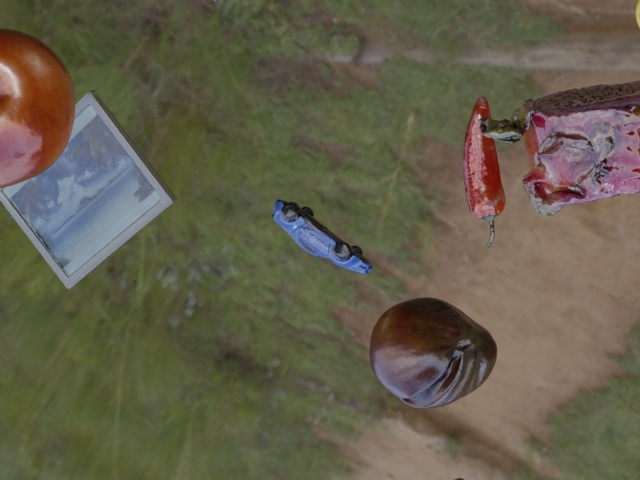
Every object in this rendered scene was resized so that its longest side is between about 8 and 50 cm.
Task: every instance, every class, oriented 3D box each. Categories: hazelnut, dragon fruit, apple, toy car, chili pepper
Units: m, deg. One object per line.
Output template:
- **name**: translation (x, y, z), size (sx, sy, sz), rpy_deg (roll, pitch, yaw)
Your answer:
- **hazelnut**: translation (0.180, 0.171, 1.691), size (0.204, 0.178, 0.178), rpy_deg (25, 169, -27)
- **dragon fruit**: translation (0.326, -0.100, 1.250), size (0.211, 0.282, 0.147), rpy_deg (-133, 30, -74)
- **apple**: translation (-0.321, -0.131, 1.079), size (0.163, 0.163, 0.139), rpy_deg (34, 172, -8)
- **toy car**: translation (0.000, 0.000, 1.993), size (0.216, 0.063, 0.103), rpy_deg (39, -174, 15)
- **chili pepper**: translation (0.292, -0.121, 1.960), size (0.071, 0.272, 0.063), rpy_deg (-6, 180, 23)

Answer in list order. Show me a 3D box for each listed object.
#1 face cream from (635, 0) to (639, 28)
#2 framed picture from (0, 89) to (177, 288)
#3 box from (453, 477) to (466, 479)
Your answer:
- **face cream**: translation (0.451, -0.320, 1.319), size (0.078, 0.273, 0.078), rpy_deg (16, 127, 22)
- **framed picture**: translation (-0.411, -0.082, 1.868), size (0.315, 0.024, 0.232), rpy_deg (-36, 93, 34)
- **box**: translation (0.197, 0.504, 1.424), size (0.177, 0.329, 0.253), rpy_deg (24, 178, -7)
